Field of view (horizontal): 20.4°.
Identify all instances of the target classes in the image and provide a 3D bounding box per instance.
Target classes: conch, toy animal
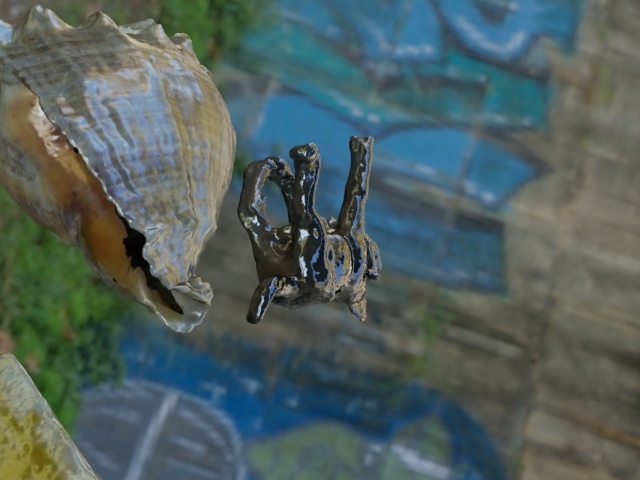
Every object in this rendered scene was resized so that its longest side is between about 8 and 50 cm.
[{"bbox_3d":[-0.169,-0.091,1.585,0.210,0.352,0.297,-45,145,-11],"label":"conch"},{"bbox_3d":[0.000,0.000,1.374,0.232,0.084,0.148,-19,94,-71],"label":"toy animal"}]

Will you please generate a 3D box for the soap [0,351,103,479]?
[{"bbox_3d":[-0.253,0.210,1.378,0.169,0.304,0.339,-35,154,-12],"label":"soap"}]
